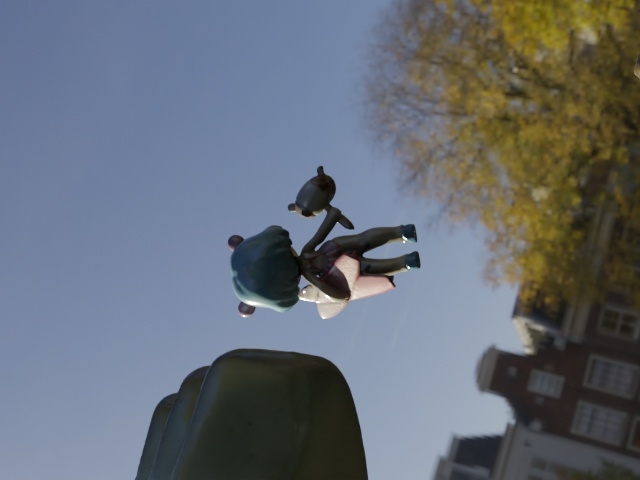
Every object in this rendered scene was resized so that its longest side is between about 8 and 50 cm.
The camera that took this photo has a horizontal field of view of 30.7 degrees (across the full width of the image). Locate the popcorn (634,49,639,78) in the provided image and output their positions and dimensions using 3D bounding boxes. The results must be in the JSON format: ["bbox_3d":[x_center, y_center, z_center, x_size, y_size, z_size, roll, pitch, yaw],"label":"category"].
[{"bbox_3d":[0.517,-0.270,1.576,0.167,0.187,0.186,-2,-92,-29],"label":"popcorn"}]

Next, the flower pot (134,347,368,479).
[{"bbox_3d":[-0.055,0.244,0.823,0.254,0.164,0.368,-100,23,-49],"label":"flower pot"}]

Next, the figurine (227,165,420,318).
[{"bbox_3d":[-0.002,0.007,1.523,0.103,0.260,0.205,-23,-77,-75],"label":"figurine"}]
